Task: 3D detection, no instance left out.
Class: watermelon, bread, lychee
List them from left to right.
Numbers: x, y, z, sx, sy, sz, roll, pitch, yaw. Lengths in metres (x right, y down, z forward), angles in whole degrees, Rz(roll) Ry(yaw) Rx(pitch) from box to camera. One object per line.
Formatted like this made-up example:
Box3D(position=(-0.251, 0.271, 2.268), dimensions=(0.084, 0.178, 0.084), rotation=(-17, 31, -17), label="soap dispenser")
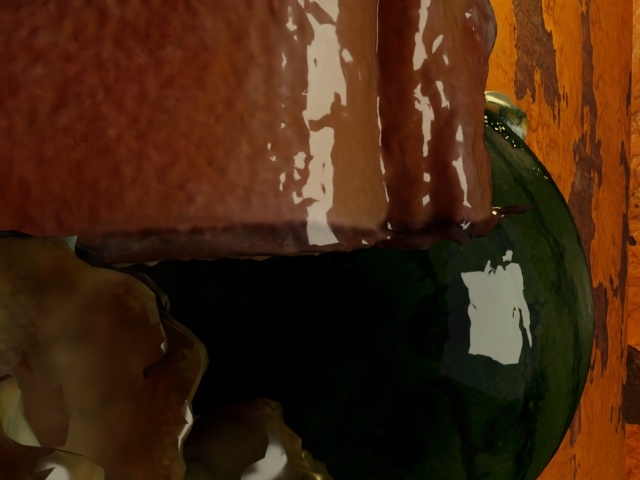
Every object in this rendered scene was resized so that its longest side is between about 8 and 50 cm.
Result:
Box3D(position=(-0.066, 0.179, 0.410), dimensions=(0.320, 0.270, 0.270), rotation=(-54, 173, 25), label="lychee")
Box3D(position=(-0.051, -0.050, 0.475), dimensions=(0.190, 0.244, 0.123), rotation=(-50, 135, -82), label="bread")
Box3D(position=(0.018, 0.036, 0.652), dimensions=(0.242, 0.242, 0.242), rotation=(1, 90, -69), label="watermelon")

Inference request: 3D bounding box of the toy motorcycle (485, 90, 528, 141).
Box3D(position=(0.109, -0.049, 1.038), dimensions=(0.229, 0.129, 0.094), rotation=(62, 31, -52), label="toy motorcycle")
